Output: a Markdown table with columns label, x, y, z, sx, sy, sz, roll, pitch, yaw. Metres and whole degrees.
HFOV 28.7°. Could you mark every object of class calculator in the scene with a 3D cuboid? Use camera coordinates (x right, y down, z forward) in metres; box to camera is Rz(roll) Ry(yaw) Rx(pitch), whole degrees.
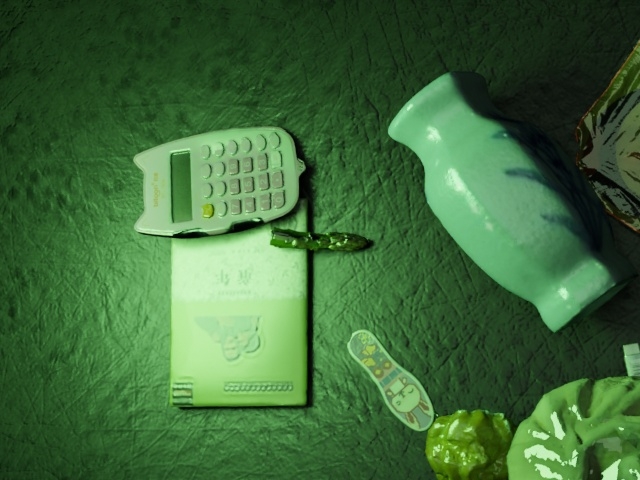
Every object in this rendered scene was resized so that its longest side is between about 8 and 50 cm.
| label | x | y | z | sx | sy | sz | roll | pitch | yaw |
| --- | --- | --- | --- | --- | --- | --- | --- | --- | --- |
| calculator | -0.167 | -0.096 | 2.095 | 0.294 | 0.043 | 0.194 | -9 | 62 | 7 |

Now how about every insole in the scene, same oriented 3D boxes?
| label | x | y | z | sx | sy | sz | roll | pitch | yaw |
| --- | --- | --- | --- | --- | --- | --- | --- | --- | --- |
| insole | 0.114 | 0.221 | 2.000 | 0.065 | 0.004 | 0.197 | -40 | 73 | 6 |

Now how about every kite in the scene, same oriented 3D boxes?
| label | x | y | z | sx | sy | sz | roll | pitch | yaw |
| --- | --- | --- | --- | --- | --- | --- | --- | --- | --- |
| kite | 0.557 | -0.148 | 1.933 | 0.328 | 0.013 | 0.377 | -6 | 80 | 15 |

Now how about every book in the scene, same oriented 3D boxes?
| label | x | y | z | sx | sy | sz | roll | pitch | yaw |
| --- | --- | --- | --- | --- | --- | --- | --- | --- | --- |
| book | -0.135 | 0.099 | 2.075 | 0.239 | 0.035 | 0.352 | -3 | 79 | 14 |

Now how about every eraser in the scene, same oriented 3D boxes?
| label | x | y | z | sx | sy | sz | roll | pitch | yaw |
| --- | --- | --- | --- | --- | --- | --- | --- | --- | --- |
| eraser | 0.478 | 0.216 | 1.873 | 0.029 | 0.052 | 0.122 | -12 | 77 | 12 |

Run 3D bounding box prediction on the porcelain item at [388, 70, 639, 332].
| label | x | y | z | sx | sy | sz | roll | pitch | yaw |
| --- | --- | --- | --- | --- | --- | --- | --- | --- | --- |
| porcelain item | 0.291 | -0.063 | 1.879 | 0.178 | 0.243 | 0.405 | -45 | 74 | 24 |

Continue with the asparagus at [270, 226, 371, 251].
| label | x | y | z | sx | sy | sz | roll | pitch | yaw |
| --- | --- | --- | --- | --- | --- | --- | --- | --- | --- |
| asparagus | 0.000 | 0.000 | 2.040 | 0.165 | 0.030 | 0.036 | 2 | 51 | -2 |

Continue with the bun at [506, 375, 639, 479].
| label | x | y | z | sx | sy | sz | roll | pitch | yaw |
| --- | --- | --- | --- | --- | --- | --- | --- | --- | --- |
| bun | 0.406 | 0.351 | 1.707 | 0.360 | 0.211 | 0.359 | -13 | 60 | 23 |

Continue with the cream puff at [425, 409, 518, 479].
| label | x | y | z | sx | sy | sz | roll | pitch | yaw |
| --- | --- | --- | --- | --- | --- | --- | --- | --- | --- |
| cream puff | 0.233 | 0.328 | 1.887 | 0.156 | 0.121 | 0.156 | -1 | 83 | 10 |
